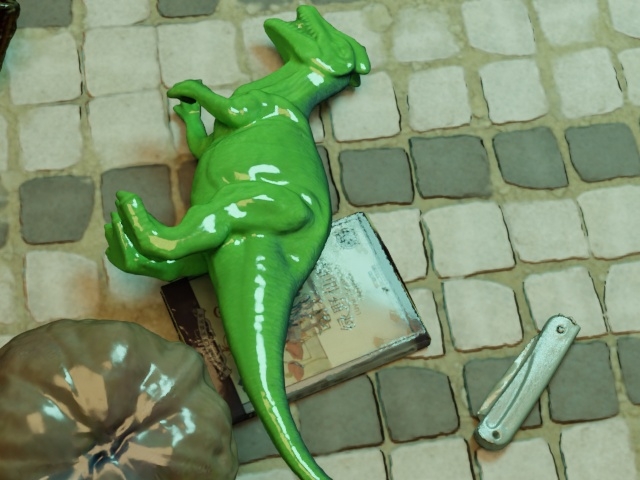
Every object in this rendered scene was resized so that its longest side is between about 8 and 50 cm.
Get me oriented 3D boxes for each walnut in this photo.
[{"bbox_3d":[-0.195,0.184,1.234,0.248,0.248,0.248,2,67,-4],"label":"walnut"}]

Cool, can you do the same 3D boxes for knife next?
[{"bbox_3d":[0.202,0.138,1.397,0.044,0.023,0.162,32,69,13],"label":"knife"}]

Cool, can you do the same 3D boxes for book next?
[{"bbox_3d":[-0.025,0.074,1.403,0.231,0.026,0.157,-21,70,-13],"label":"book"}]

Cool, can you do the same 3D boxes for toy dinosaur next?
[{"bbox_3d":[0.000,0.000,1.372,0.374,0.144,0.500,-29,67,-30],"label":"toy dinosaur"}]

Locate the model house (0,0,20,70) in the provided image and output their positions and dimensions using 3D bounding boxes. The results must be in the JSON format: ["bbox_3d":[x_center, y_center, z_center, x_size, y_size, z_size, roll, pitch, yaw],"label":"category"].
[{"bbox_3d":[-0.396,-0.217,1.461,0.152,0.106,0.165,24,108,-4],"label":"model house"}]
